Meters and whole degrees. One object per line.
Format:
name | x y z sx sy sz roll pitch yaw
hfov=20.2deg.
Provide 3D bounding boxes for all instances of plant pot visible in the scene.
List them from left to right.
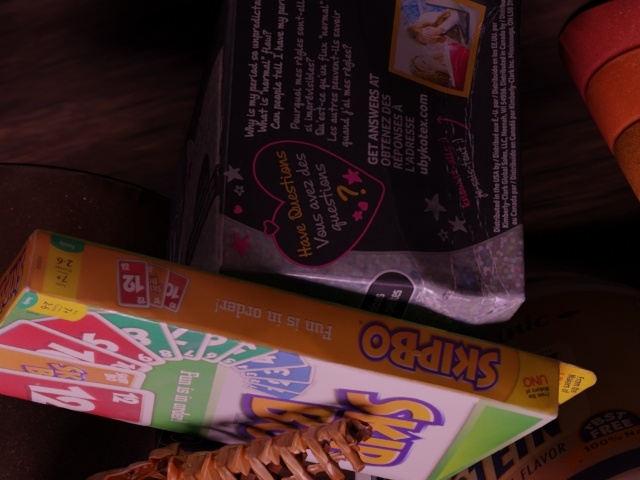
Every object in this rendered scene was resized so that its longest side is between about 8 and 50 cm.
plant pot | -0.176 0.105 1.052 0.215 0.230 0.215 2 155 1

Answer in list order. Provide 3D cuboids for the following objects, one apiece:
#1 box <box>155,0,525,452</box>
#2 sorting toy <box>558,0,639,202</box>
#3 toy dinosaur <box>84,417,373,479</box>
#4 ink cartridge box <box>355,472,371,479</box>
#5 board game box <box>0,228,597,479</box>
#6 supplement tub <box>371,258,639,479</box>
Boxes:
box | 0.000 0.000 0.884 0.142 0.163 0.247 6 155 -8
sorting toy | 0.241 0.004 0.922 0.127 0.126 0.365 -14 150 31
toy dinosaur | -0.072 0.183 0.865 0.218 0.164 0.322 29 155 -16
ink cartridge box | 0.139 0.225 1.316 0.117 0.207 0.283 -14 151 28
board game box | -0.018 0.060 0.788 0.259 0.039 0.124 12 154 -20
supplement tub | 0.153 0.157 0.985 0.228 0.316 0.228 -4 112 -9
